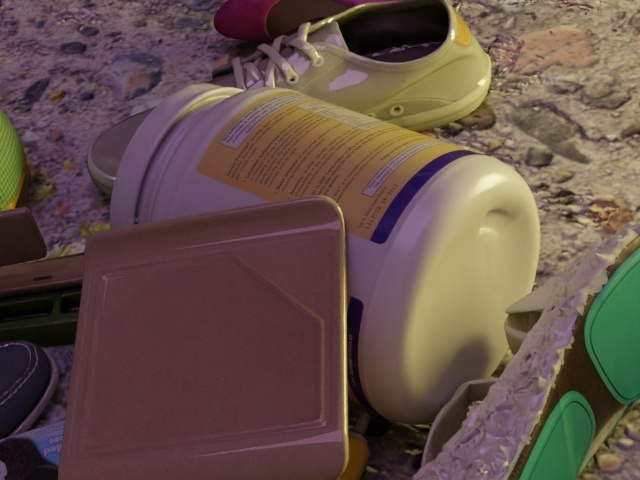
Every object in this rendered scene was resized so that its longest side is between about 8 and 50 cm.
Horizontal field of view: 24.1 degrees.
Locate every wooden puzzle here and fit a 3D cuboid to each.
[{"bbox_3d":[-0.085,0.086,1.153,0.221,0.044,0.239,-9,56,12],"label":"wooden puzzle"}]

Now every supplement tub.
[{"bbox_3d":[0.000,0.000,1.339,0.331,0.241,0.241,22,53,32],"label":"supplement tub"}]

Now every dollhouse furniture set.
[{"bbox_3d":[-0.304,-0.063,1.510,0.151,0.198,0.302,-10,43,6],"label":"dollhouse furniture set"}]

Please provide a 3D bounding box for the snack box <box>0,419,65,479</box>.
[{"bbox_3d":[-0.252,0.252,1.266,0.321,0.060,0.187,-17,44,-5],"label":"snack box"}]

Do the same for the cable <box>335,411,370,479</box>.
[{"bbox_3d":[-0.033,0.257,1.199,0.139,0.072,0.287,-7,43,13],"label":"cable"}]

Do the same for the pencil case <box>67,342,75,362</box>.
[{"bbox_3d":[-0.091,0.174,1.182,0.124,0.124,0.284,-28,50,-15],"label":"pencil case"}]

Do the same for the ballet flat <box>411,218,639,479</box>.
[{"bbox_3d":[0.184,0.115,1.246,0.147,0.147,0.409,20,55,31],"label":"ballet flat"}]

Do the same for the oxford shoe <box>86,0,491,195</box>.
[{"bbox_3d":[-0.039,-0.161,1.602,0.449,0.130,0.169,-17,44,-2],"label":"oxford shoe"}]

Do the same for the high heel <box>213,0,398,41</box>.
[{"bbox_3d":[-0.001,-0.245,1.723,0.244,0.082,0.117,-5,45,-2],"label":"high heel"}]

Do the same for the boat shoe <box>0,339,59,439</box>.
[{"bbox_3d":[-0.391,0.167,1.360,0.319,0.099,0.116,-27,43,-15],"label":"boat shoe"}]
